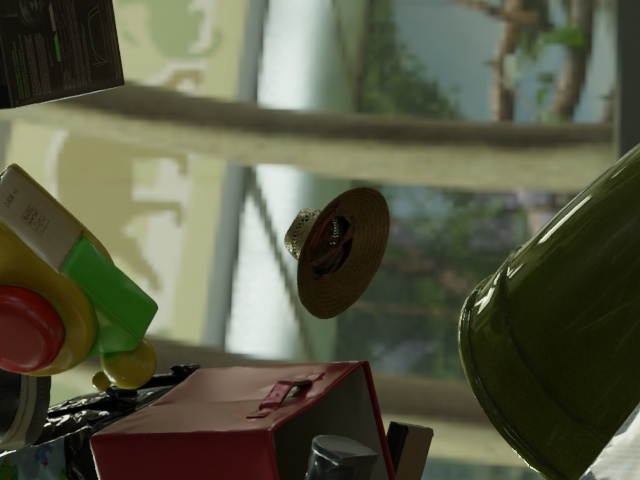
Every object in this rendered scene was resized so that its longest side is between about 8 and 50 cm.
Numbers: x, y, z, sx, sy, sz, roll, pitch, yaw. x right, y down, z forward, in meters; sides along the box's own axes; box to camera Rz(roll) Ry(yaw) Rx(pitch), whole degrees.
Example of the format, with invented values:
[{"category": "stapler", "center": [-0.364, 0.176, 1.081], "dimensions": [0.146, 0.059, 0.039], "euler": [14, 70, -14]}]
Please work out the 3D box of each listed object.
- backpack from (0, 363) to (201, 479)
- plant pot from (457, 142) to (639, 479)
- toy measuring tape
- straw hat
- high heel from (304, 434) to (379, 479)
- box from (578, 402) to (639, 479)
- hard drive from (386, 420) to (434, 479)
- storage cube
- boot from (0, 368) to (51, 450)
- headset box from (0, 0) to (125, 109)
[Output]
[{"category": "backpack", "center": [-0.285, 0.293, 2.035], "dimensions": [0.290, 0.355, 0.273], "euler": [-21, -79, -57]}, {"category": "plant pot", "center": [0.380, 0.042, 1.755], "dimensions": [0.353, 0.366, 0.366], "euler": [-59, 11, 36]}, {"category": "toy measuring tape", "center": [-0.248, -0.003, 1.247], "dimensions": [0.330, 0.121, 0.121], "euler": [44, -153, -16]}, {"category": "straw hat", "center": [0.000, 0.000, 1.681], "dimensions": [0.144, 0.061, 0.144], "euler": [-35, -43, -40]}, {"category": "high heel", "center": [0.049, 0.249, 1.040], "dimensions": [0.261, 0.093, 0.186], "euler": [33, 113, 54]}, {"category": "box", "center": [0.238, 0.132, 1.072], "dimensions": [0.137, 0.072, 0.126], "euler": [-49, 10, -17]}, {"category": "hard drive", "center": [0.076, 0.252, 1.791], "dimensions": [0.094, 0.022, 0.135], "euler": [21, -96, -67]}, {"category": "storage cube", "center": [-0.060, 0.228, 1.566], "dimensions": [0.183, 0.193, 0.215], "euler": [-31, -68, -56]}, {"category": "boot", "center": [-0.479, 0.142, 1.722], "dimensions": [0.284, 0.377, 0.138], "euler": [12, -99, -45]}, {"category": "headset box", "center": [-0.415, -0.220, 2.110], "dimensions": [0.283, 0.246, 0.131], "euler": [-25, -71, -63]}]
